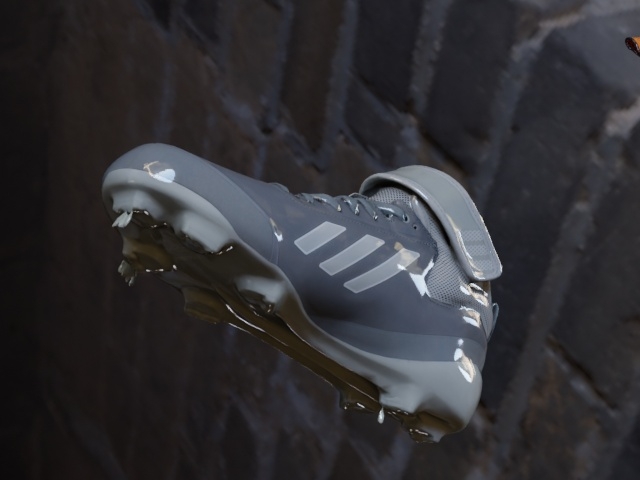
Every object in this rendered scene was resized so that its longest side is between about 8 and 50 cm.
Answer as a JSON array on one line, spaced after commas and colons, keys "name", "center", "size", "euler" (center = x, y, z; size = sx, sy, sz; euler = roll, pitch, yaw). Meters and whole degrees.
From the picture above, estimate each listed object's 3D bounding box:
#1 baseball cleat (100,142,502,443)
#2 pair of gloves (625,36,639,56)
[{"name": "baseball cleat", "center": [0.000, 0.000, 0.565], "size": [0.206, 0.072, 0.109], "euler": [42, 60, -40]}, {"name": "pair of gloves", "center": [0.191, -0.079, 0.657], "size": [0.074, 0.083, 0.010], "euler": [-1, 115, -25]}]
